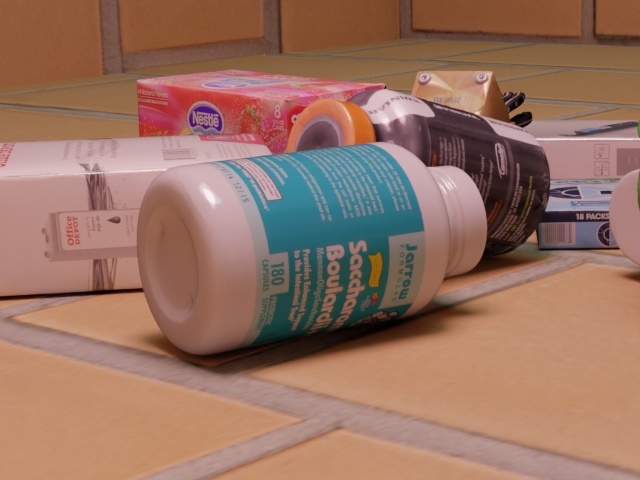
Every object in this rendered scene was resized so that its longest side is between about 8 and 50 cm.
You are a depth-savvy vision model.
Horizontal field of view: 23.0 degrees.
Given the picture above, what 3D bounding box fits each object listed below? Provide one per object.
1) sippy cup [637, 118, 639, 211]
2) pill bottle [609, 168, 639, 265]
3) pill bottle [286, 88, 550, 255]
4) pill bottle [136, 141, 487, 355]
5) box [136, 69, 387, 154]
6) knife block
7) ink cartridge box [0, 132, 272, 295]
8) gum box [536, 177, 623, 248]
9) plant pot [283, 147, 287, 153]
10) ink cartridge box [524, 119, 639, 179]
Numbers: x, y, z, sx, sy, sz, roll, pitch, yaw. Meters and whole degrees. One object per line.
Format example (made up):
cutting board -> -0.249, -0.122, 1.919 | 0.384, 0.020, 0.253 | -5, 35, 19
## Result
sippy cup -> 0.416, -0.080, 1.267 | 0.305, 0.224, 0.240 | -39, 11, 28
pill bottle -> 0.363, -0.034, 1.418 | 0.208, 0.118, 0.117 | -10, 14, -35
pill bottle -> 0.086, -0.064, 1.428 | 0.245, 0.130, 0.130 | 11, 0, -43
pill bottle -> 0.000, 0.000, 1.241 | 0.264, 0.146, 0.146 | -9, 14, -30
box -> -0.068, -0.104, 1.743 | 0.142, 0.154, 0.300 | -10, 15, -36
knife block -> 0.163, -0.063, 1.731 | 0.088, 0.242, 0.276 | 2, 57, 24
ink cartridge box -> -0.187, -0.030, 1.488 | 0.283, 0.117, 0.207 | -3, 12, -7
gum box -> 0.296, -0.030, 1.599 | 0.157, 0.041, 0.184 | -1, 12, 5
plant pot -> 0.032, -0.046, 1.546 | 0.134, 0.134, 0.095 | -13, 32, -43
ink cartridge box -> 0.314, -0.118, 1.969 | 0.296, 0.066, 0.261 | 1, 13, 13
